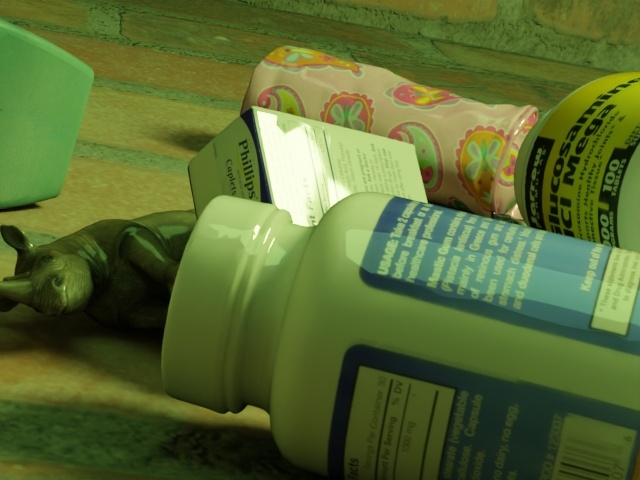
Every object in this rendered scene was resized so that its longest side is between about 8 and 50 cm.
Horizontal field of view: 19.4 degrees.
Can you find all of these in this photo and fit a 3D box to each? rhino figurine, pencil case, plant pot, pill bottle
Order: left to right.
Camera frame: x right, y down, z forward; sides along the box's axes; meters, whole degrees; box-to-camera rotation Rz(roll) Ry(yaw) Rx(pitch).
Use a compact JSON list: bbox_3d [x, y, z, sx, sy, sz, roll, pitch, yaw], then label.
[{"bbox_3d":[-0.303,-0.111,1.394,0.234,0.165,0.166,11,10,-41],"label":"plant pot"},{"bbox_3d":[-0.114,0.022,1.157,0.106,0.073,0.243,27,21,39],"label":"rhino figurine"},{"bbox_3d":[0.068,-0.097,1.747,0.284,0.124,0.124,17,14,20],"label":"pencil case"},{"bbox_3d":[0.064,0.060,0.965,0.272,0.152,0.152,14,13,10],"label":"pill bottle"},{"bbox_3d":[0.265,-0.034,1.431,0.188,0.188,0.334,8,4,-13],"label":"pill bottle"}]

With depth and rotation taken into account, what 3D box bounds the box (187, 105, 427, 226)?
[{"bbox_3d":[0.000,0.000,1.133,0.137,0.126,0.072,11,-34,-40],"label":"box"}]
